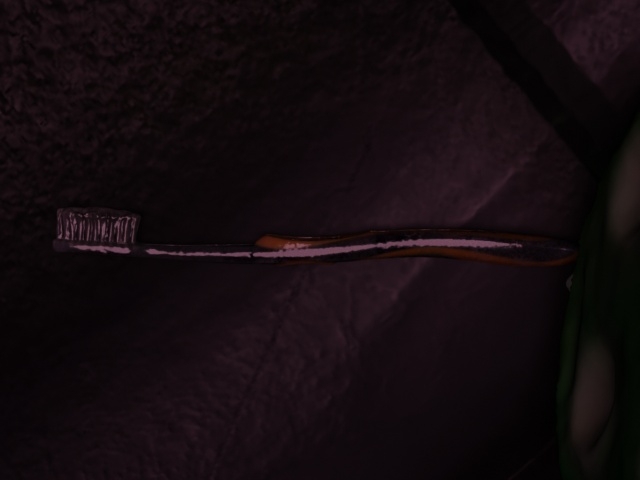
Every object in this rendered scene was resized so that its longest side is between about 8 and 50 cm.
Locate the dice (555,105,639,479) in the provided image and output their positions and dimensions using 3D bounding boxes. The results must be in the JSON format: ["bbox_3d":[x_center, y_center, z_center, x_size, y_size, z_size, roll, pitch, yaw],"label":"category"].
[{"bbox_3d":[0.300,0.064,0.750,0.287,0.300,0.297,9,99,-8],"label":"dice"}]

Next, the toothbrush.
[{"bbox_3d":[0.000,0.003,0.881,0.320,0.023,0.031,4,103,-2],"label":"toothbrush"}]

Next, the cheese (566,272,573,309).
[{"bbox_3d":[0.195,0.063,0.895,0.067,0.026,0.121,-36,99,5],"label":"cheese"}]
